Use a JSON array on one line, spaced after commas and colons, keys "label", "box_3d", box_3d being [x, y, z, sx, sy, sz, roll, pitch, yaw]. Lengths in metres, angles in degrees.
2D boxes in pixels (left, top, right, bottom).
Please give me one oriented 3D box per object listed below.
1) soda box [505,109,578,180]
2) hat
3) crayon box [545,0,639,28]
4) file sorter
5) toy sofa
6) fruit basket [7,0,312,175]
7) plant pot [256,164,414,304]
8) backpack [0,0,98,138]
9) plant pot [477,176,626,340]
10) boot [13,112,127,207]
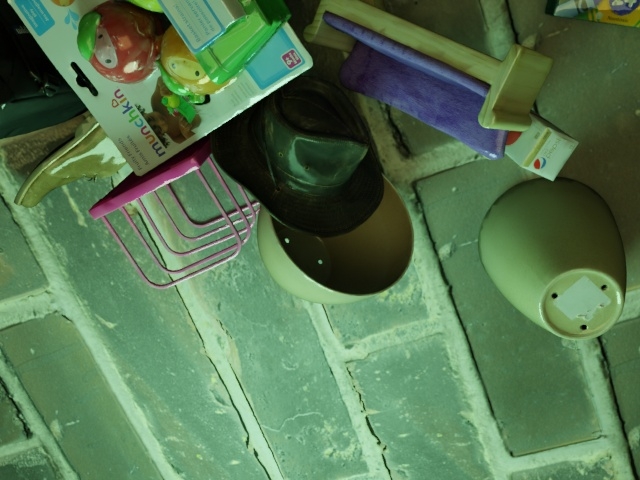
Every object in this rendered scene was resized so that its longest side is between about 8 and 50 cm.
[{"label": "soda box", "box_3d": [0.327, -0.182, 1.099, 0.069, 0.216, 0.073, 19, 113, -23]}, {"label": "hat", "box_3d": [-0.008, -0.178, 1.097, 0.331, 0.331, 0.134, 38, 142, -8]}, {"label": "crayon box", "box_3d": [0.494, -0.501, 1.028, 0.203, 0.083, 0.322, 9, 112, 3]}, {"label": "file sorter", "box_3d": [-0.223, -0.071, 1.177, 0.202, 0.290, 0.182, -24, 110, 15]}, {"label": "toy sofa", "box_3d": [0.152, -0.269, 1.038, 0.363, 0.150, 0.177, 34, 113, 28]}, {"label": "fruit basket", "box_3d": [-0.239, -0.297, 0.944, 0.353, 0.165, 0.327, -28, 106, 19]}, {"label": "plant pot", "box_3d": [0.000, 0.000, 1.213, 0.284, 0.284, 0.191, 37, 144, -8]}, {"label": "backpack", "box_3d": [-0.579, -0.344, 1.123, 0.274, 0.290, 0.355, -25, 99, 25]}, {"label": "plant pot", "box_3d": [0.416, 0.049, 1.153, 0.257, 0.274, 0.256, 2, 111, 6]}, {"label": "boot", "box_3d": [-0.463, -0.142, 1.280, 0.305, 0.112, 0.115, -36, 114, 16]}]
